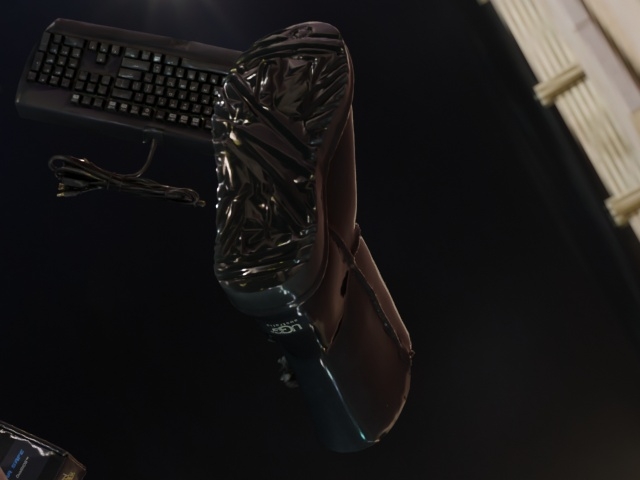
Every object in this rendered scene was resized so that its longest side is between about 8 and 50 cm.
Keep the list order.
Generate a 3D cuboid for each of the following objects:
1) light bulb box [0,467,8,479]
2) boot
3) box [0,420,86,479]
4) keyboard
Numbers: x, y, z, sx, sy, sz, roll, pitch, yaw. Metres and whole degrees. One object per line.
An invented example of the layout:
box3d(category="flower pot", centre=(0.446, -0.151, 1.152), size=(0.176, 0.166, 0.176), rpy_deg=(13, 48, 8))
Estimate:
box3d(category="light bulb box", centre=(-0.404, 0.159, 0.570), size=(0.225, 0.358, 0.361), rpy_deg=(59, -165, 0))
box3d(category="boot", centre=(0.000, 0.000, 0.875), size=(0.207, 0.094, 0.246), rpy_deg=(63, -157, -49))
box3d(category="box", centre=(-0.468, 0.329, 1.446), size=(0.293, 0.295, 0.073), rpy_deg=(21, 160, 20))
box3d(category="keyboard", centre=(-0.174, -0.127, 1.347), size=(0.033, 0.317, 0.202), rpy_deg=(79, -157, -74))
